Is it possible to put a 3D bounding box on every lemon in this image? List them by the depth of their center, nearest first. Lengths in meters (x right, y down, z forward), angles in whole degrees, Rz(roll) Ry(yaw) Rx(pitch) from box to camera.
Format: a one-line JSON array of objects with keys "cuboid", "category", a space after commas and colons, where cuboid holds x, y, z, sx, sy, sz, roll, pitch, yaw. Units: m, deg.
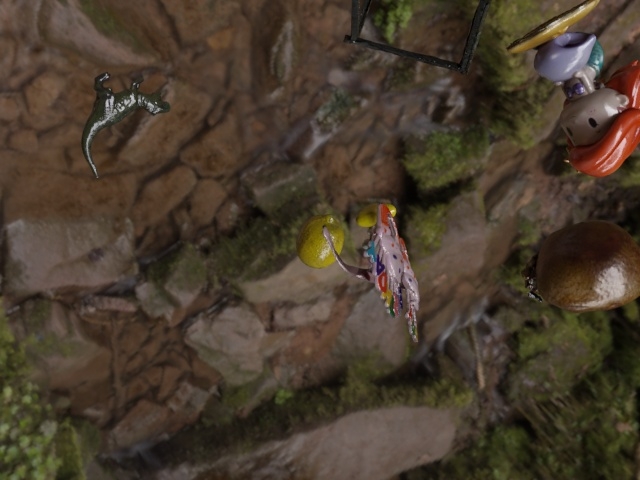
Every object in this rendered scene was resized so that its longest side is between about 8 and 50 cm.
[{"cuboid": [0.000, 0.000, 1.371, 0.082, 0.082, 0.111, -14, 144, -37], "category": "lemon"}]

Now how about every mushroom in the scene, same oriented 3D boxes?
[{"cuboid": [0.611, 0.061, 1.844, 0.283, 0.263, 0.195, -19, 124, 25], "category": "mushroom"}]

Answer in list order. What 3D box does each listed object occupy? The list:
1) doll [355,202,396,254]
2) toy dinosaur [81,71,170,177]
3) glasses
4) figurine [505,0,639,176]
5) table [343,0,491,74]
[{"cuboid": [0.110, -0.012, 1.474, 0.071, 0.135, 0.113, -14, 117, -18], "category": "doll"}, {"cuboid": [-0.377, -0.232, 1.523, 0.187, 0.179, 0.087, -14, 167, -14], "category": "toy dinosaur"}, {"cuboid": [0.083, 0.056, 1.110, 0.095, 0.162, 0.255, -20, 149, 13], "category": "glasses"}, {"cuboid": [0.443, -0.250, 1.275, 0.180, 0.257, 0.208, -26, -170, 26], "category": "figurine"}, {"cuboid": [0.199, -0.516, 1.486, 0.335, 0.272, 0.222, 86, 22, -74], "category": "table"}]
